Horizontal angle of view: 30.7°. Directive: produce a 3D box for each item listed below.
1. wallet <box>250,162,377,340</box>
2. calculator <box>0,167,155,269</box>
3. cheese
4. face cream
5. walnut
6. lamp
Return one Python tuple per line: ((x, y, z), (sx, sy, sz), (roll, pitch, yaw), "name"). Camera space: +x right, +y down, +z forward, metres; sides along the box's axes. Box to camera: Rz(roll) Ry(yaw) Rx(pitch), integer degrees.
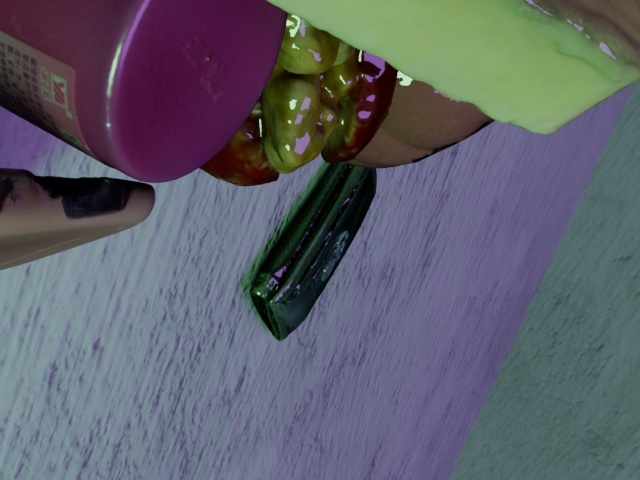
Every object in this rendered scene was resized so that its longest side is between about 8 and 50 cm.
((0.002, 0.001, 1.411), (0.236, 0.055, 0.160), (-56, 163, -16), "wallet")
((-0.246, -0.001, 0.686), (0.329, 0.220, 0.048), (-5, 80, -55), "calculator")
((0.046, -0.271, 0.739), (0.104, 0.384, 0.384), (-35, 177, 39), "cheese")
((-0.144, -0.151, 0.737), (0.175, 0.194, 0.175), (-46, 152, -34), "face cream")
((-0.024, -0.170, 0.891), (0.221, 0.244, 0.269), (-9, 114, -15), "walnut")
((0.093, -0.209, 1.121), (0.305, 0.240, 0.305), (-32, -175, 3), "lamp")
